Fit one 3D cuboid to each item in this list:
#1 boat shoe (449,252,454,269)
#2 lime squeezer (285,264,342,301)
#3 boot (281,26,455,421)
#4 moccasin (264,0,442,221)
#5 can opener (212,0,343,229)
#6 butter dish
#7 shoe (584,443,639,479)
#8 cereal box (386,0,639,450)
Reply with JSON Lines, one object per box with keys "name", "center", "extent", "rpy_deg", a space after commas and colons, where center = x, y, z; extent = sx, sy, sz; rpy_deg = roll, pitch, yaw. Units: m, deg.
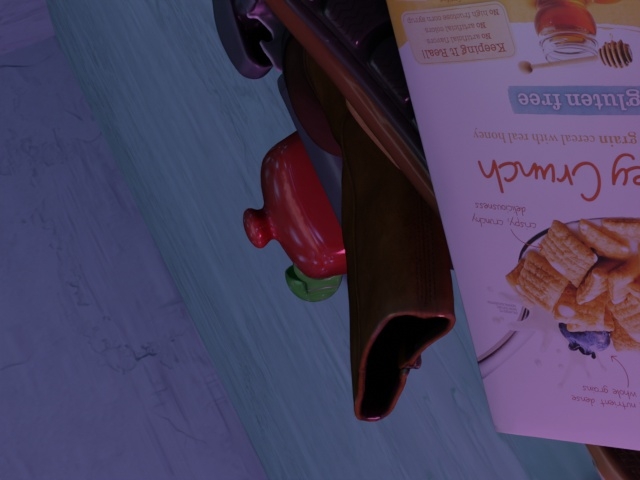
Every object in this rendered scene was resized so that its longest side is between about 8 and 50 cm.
{"name": "boat shoe", "center": [0.104, -0.016, 1.011], "extent": [0.073, 0.073, 0.207], "rpy_deg": [28, 175, -5]}
{"name": "lime squeezer", "center": [0.000, 0.000, 1.591], "extent": [0.310, 0.059, 0.109], "rpy_deg": [123, 154, -78]}
{"name": "boot", "center": [0.039, -0.025, 1.024], "extent": [0.264, 0.096, 0.280], "rpy_deg": [123, 147, -62]}
{"name": "moccasin", "center": [0.045, -0.138, 0.843], "extent": [0.380, 0.139, 0.147], "rpy_deg": [51, 180, -4]}
{"name": "can opener", "center": [-0.003, -0.107, 1.269], "extent": [0.095, 0.076, 0.283], "rpy_deg": [-40, 71, 58]}
{"name": "butter dish", "center": [-0.007, -0.028, 1.354], "extent": [0.160, 0.118, 0.160], "rpy_deg": [143, 105, -78]}
{"name": "shoe", "center": [0.186, 0.132, 0.857], "extent": [0.219, 0.077, 0.058], "rpy_deg": [61, 162, 24]}
{"name": "cereal box", "center": [0.130, -0.017, 0.698], "extent": [0.173, 0.047, 0.240], "rpy_deg": [3, 121, 37]}
